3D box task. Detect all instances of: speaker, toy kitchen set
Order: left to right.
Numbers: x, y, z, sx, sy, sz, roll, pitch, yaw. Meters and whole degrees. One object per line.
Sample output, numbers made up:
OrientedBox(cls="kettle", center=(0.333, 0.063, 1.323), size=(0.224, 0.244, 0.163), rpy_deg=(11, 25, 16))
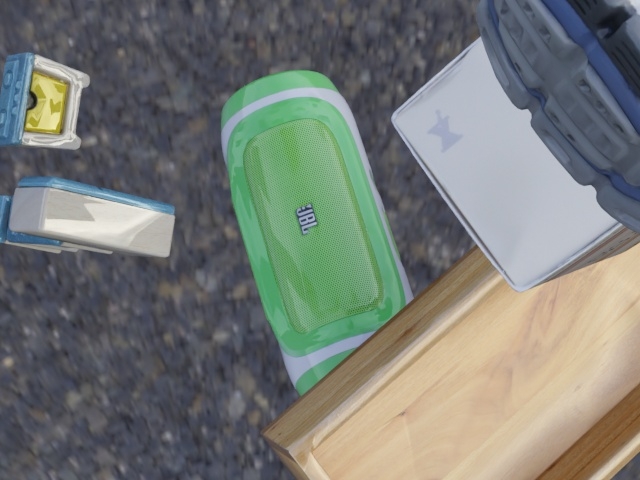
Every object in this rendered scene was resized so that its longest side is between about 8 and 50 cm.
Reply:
OrientedBox(cls="toy kitchen set", center=(-0.219, -0.078, 1.474), size=(0.122, 0.207, 0.166), rpy_deg=(12, 83, -39))
OrientedBox(cls="speaker", center=(0.000, 0.000, 1.599), size=(0.131, 0.131, 0.296), rpy_deg=(-15, 68, -5))

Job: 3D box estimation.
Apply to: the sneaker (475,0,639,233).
OrientedBox(cls="sneaker", center=(0.161, -0.001, 0.415), size=(0.129, 0.111, 0.297), rpy_deg=(-32, 79, -12))

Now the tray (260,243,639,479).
OrientedBox(cls="tray", center=(0.172, 0.097, 1.411), size=(0.411, 0.076, 0.203), rpy_deg=(-41, 110, -13))

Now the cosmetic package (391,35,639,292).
OrientedBox(cls="cosmetic package", center=(0.176, -0.071, 1.089), size=(0.153, 0.296, 0.129), rpy_deg=(-38, 80, 20))
